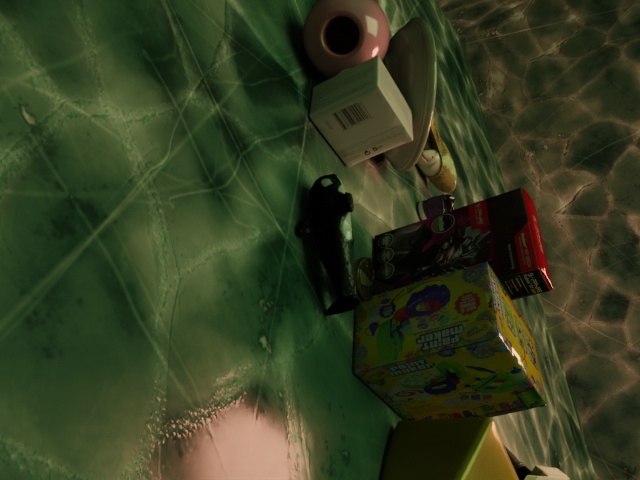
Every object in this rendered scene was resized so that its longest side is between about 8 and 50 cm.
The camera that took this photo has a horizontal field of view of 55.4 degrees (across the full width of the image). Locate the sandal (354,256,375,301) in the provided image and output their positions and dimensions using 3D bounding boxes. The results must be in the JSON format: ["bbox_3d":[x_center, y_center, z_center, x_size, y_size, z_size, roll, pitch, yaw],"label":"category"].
[{"bbox_3d":[0.077,0.073,1.252,0.219,0.060,0.090,-32,119,-80],"label":"sandal"}]

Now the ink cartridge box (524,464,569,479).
[{"bbox_3d":[0.559,0.692,1.645,0.235,0.171,0.056,22,8,-37],"label":"ink cartridge box"}]

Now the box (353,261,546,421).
[{"bbox_3d":[0.260,0.227,1.238,0.279,0.289,0.177,49,33,-38],"label":"box"}]

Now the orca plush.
[{"bbox_3d":[0.000,0.000,1.170,0.151,0.102,0.287,139,-50,-70],"label":"orca plush"}]

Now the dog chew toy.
[{"bbox_3d":[0.076,-0.505,1.518,0.207,0.206,0.332,65,17,-11],"label":"dog chew toy"}]

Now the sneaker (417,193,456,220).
[{"bbox_3d":[0.414,-0.016,1.898,0.283,0.124,0.107,57,29,-26],"label":"sneaker"}]

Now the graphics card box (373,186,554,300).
[{"bbox_3d":[0.298,0.045,1.350,0.094,0.370,0.233,47,35,-39],"label":"graphics card box"}]

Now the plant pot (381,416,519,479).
[{"bbox_3d":[0.227,0.473,1.122,0.187,0.212,0.212,-37,106,-49],"label":"plant pot"}]

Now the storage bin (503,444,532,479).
[{"bbox_3d":[0.522,0.637,1.700,0.135,0.098,0.091,46,7,-39],"label":"storage bin"}]

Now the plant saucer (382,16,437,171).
[{"bbox_3d":[0.196,-0.385,1.619,0.400,0.100,0.401,-178,-90,-80],"label":"plant saucer"}]

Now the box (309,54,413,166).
[{"bbox_3d":[0.097,-0.295,1.414,0.182,0.181,0.119,47,35,-38],"label":"box"}]

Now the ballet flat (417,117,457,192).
[{"bbox_3d":[0.345,-0.317,2.014,0.123,0.123,0.349,-5,77,-63],"label":"ballet flat"}]
